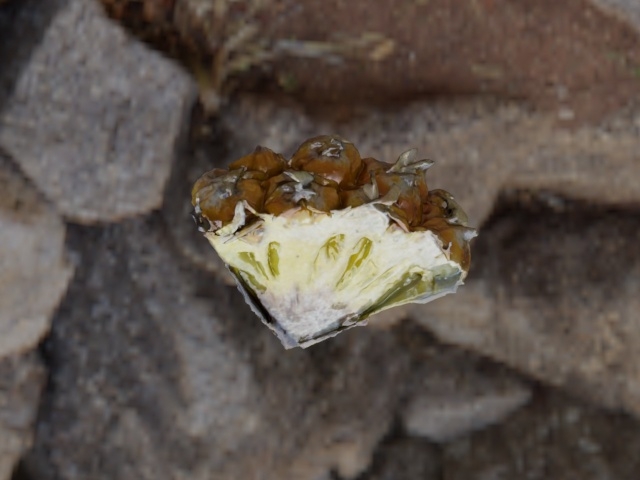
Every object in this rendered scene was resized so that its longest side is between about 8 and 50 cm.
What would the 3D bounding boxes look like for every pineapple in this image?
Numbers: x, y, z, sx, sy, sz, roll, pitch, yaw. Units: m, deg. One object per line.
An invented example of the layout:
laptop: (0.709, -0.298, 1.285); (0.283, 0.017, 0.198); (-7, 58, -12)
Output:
pineapple: (0.000, 0.000, 1.593); (0.236, 0.114, 0.186); (5, 128, -16)
